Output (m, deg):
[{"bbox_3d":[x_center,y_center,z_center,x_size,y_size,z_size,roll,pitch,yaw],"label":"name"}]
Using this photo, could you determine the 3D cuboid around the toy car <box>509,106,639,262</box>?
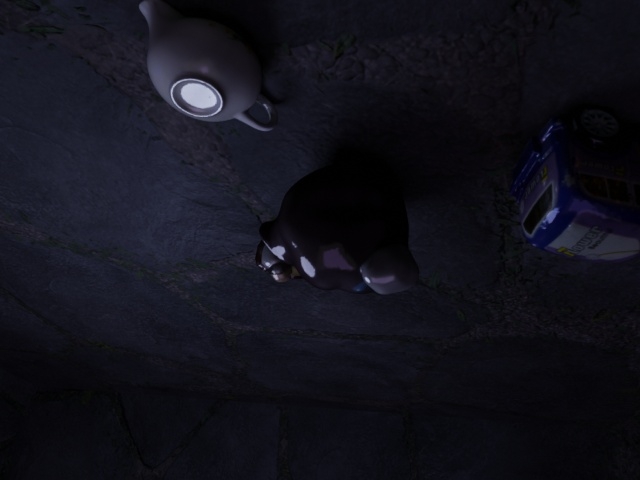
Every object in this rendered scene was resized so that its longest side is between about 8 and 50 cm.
[{"bbox_3d":[0.386,-0.056,0.700,0.235,0.157,0.172,10,148,2],"label":"toy car"}]

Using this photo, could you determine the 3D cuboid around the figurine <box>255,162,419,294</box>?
[{"bbox_3d":[-0.010,0.017,0.879,0.218,0.206,0.365,31,144,-16],"label":"figurine"}]

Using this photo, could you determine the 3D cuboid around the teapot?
[{"bbox_3d":[-0.142,-0.209,0.680,0.145,0.092,0.226,-18,141,38],"label":"teapot"}]
